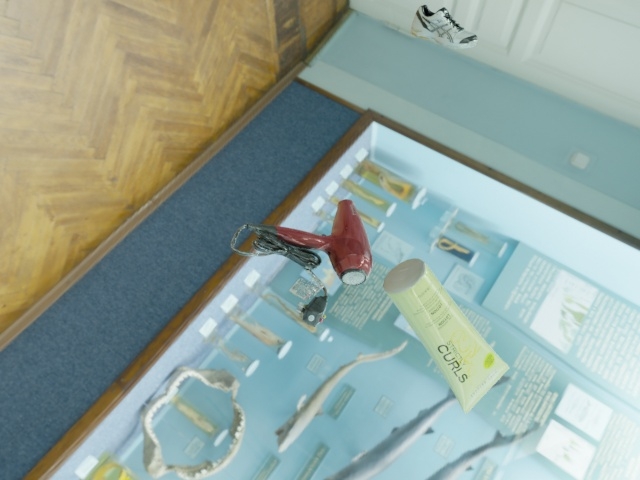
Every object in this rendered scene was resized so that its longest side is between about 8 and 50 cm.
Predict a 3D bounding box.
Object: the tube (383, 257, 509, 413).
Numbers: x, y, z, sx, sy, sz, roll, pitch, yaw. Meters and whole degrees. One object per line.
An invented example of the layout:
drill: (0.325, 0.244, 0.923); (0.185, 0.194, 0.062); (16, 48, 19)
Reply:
tube: (0.171, 0.126, 0.648); (0.070, 0.240, 0.062); (-24, -153, 28)

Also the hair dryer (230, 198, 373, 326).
hair dryer: (0.000, 0.000, 0.914); (0.293, 0.223, 0.080); (-39, 174, -47)

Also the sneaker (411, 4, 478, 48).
sneaker: (0.144, -0.249, 0.570); (0.032, 0.083, 0.036); (-40, 149, -44)
